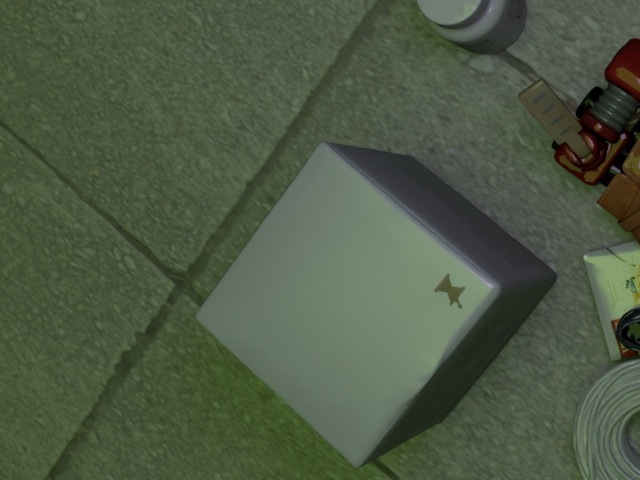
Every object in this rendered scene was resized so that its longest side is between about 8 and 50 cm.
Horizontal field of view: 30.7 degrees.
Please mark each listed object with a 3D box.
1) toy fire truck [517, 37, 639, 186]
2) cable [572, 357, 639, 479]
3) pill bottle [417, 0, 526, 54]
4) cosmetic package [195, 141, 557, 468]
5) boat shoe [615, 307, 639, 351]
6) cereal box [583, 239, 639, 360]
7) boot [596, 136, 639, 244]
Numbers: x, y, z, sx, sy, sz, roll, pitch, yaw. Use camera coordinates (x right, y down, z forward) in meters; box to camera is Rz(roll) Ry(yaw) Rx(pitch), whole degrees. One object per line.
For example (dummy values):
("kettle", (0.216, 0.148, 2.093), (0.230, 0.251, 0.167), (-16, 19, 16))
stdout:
("toy fire truck", (0.404, -0.197, 1.690), (0.158, 0.246, 0.217), (39, 105, 17))
("cable", (0.508, 0.300, 1.745), (0.257, 0.089, 0.257), (-17, 85, 21))
("pill bottle", (0.226, -0.360, 1.769), (0.131, 0.229, 0.131), (1, 91, 22))
("cosmetic package", (0.099, 0.083, 1.744), (0.327, 0.394, 0.329), (41, 105, 17))
("boat shoe", (0.555, 0.134, 1.676), (0.255, 0.079, 0.095), (6, 99, 21))
("cereal box", (0.533, 0.072, 1.750), (0.240, 0.047, 0.173), (-16, 86, 21))
("boot", (0.554, -0.092, 1.667), (0.220, 0.109, 0.283), (41, 114, 17))
